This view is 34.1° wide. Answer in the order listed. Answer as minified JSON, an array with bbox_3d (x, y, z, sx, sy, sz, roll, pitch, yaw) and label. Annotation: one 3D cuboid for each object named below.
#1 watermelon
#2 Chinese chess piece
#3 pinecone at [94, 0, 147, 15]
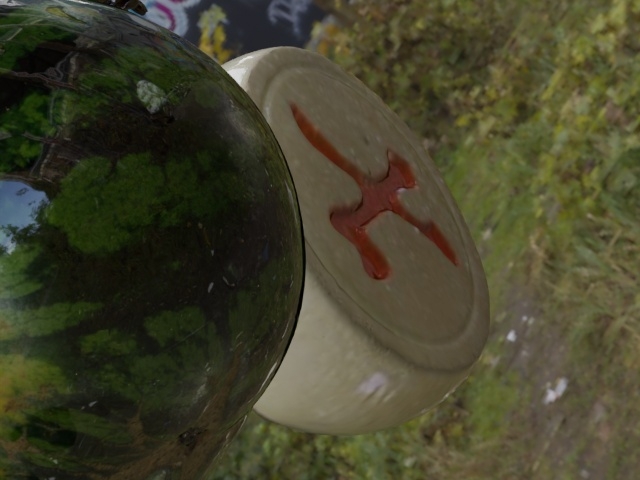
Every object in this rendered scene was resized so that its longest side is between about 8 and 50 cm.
[{"bbox_3d":[-0.140,0.019,0.475,0.269,0.269,0.269,-56,12,19],"label":"watermelon"},{"bbox_3d":[0.000,0.000,0.886,0.140,0.338,0.338,-34,23,28],"label":"Chinese chess piece"},{"bbox_3d":[-0.296,-0.378,1.255,0.243,0.243,0.257,-136,53,-78],"label":"pinecone"}]
